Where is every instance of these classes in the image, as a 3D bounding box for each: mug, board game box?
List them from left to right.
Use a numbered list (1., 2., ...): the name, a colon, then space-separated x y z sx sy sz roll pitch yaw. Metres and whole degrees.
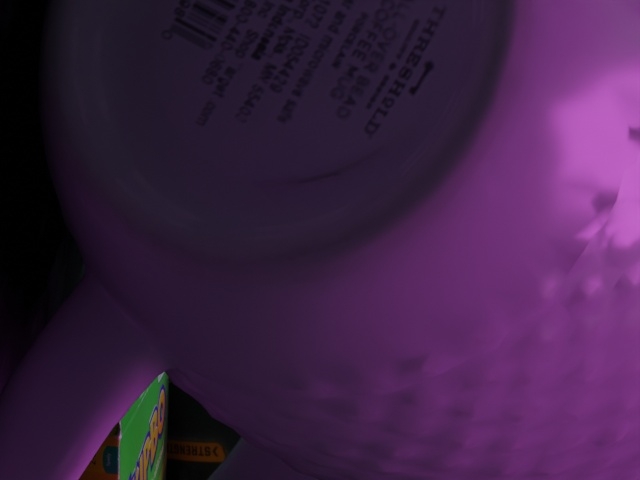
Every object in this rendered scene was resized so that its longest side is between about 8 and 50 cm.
1. board game box: -0.104 0.173 1.004 0.124 0.039 0.259 -69 165 -73
2. mug: 0.018 0.002 0.761 0.374 0.276 0.328 -49 153 6

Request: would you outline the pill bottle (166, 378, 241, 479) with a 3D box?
1. pill bottle: -0.033 0.162 1.110 0.130 0.130 0.245 -49 136 -84
